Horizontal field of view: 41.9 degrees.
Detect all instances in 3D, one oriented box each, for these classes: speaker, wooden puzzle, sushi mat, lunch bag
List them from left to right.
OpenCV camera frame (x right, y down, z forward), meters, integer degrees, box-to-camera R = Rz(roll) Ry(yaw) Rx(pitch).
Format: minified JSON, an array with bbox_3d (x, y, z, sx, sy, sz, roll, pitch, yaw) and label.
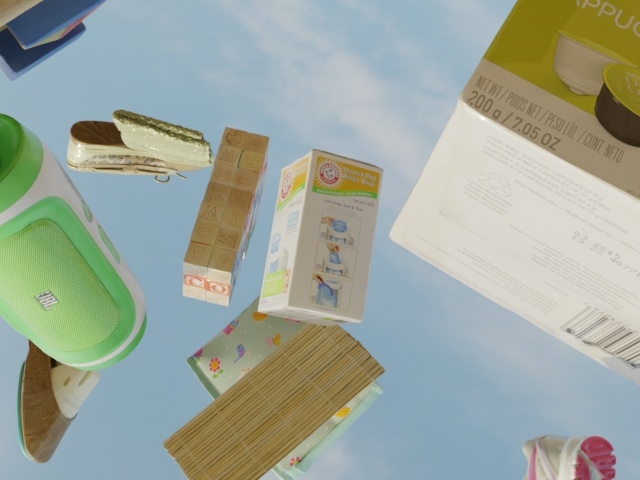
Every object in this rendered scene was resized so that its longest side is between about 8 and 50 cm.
[{"bbox_3d":[-0.334,-0.182,0.815,0.322,0.348,0.080,-41,-68,-20],"label":"wooden puzzle"},{"bbox_3d":[-0.275,0.014,0.827,0.131,0.296,0.131,-7,-127,9],"label":"speaker"},{"bbox_3d":[-0.067,0.237,1.204,0.316,0.019,0.151,-38,-132,-16],"label":"sushi mat"},{"bbox_3d":[-0.048,0.228,1.350,0.223,0.160,0.262,-43,-123,-3],"label":"lunch bag"}]

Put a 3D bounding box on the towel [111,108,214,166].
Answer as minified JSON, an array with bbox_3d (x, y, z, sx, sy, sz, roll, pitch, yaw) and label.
[{"bbox_3d":[-0.225,-0.145,1.213,0.148,0.110,0.027,18,-104,3],"label":"towel"}]

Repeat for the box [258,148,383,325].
[{"bbox_3d":[0.000,0.000,1.078,0.103,0.114,0.203,14,-102,-21],"label":"box"}]

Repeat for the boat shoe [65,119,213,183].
[{"bbox_3d":[-0.356,-0.173,1.658,0.285,0.089,0.105,7,-140,-23],"label":"boat shoe"}]

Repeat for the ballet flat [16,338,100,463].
[{"bbox_3d":[-0.429,0.192,1.393,0.124,0.116,0.342,-14,-124,6],"label":"ballet flat"}]

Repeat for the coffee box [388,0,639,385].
[{"bbox_3d":[0.312,-0.101,0.802,0.337,0.338,0.334,31,-108,6],"label":"coffee box"}]

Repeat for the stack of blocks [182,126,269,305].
[{"bbox_3d":[-0.170,-0.035,1.534,0.087,0.171,0.297,13,-122,0],"label":"stack of blocks"}]

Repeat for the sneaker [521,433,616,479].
[{"bbox_3d":[0.309,0.365,1.094,0.103,0.252,0.111,4,-175,-35],"label":"sneaker"}]
